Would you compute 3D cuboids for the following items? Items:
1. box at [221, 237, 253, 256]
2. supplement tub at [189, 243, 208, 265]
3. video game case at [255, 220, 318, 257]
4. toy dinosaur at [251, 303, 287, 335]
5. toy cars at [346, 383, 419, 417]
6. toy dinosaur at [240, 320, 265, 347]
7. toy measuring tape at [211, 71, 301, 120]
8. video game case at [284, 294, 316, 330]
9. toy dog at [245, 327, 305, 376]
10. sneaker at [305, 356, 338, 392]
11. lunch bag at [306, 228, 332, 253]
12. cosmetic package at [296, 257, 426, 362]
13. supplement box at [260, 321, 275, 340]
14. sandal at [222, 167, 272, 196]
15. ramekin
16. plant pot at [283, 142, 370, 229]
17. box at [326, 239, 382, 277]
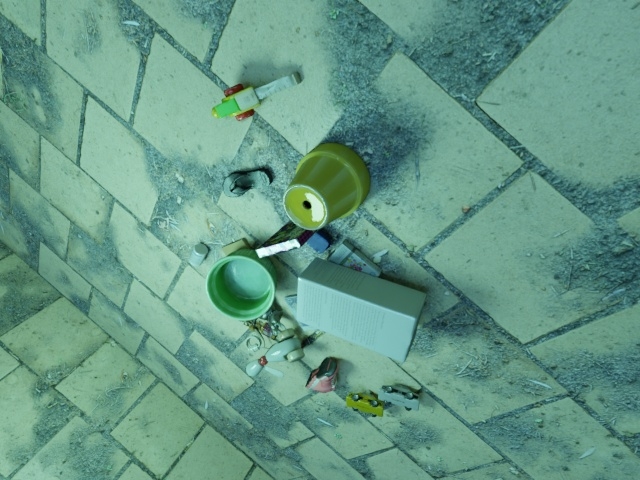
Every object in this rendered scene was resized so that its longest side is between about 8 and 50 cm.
[{"bbox_3d":[-0.353,0.092,1.878,0.164,0.021,0.201,-19,110,39],"label":"box"},{"bbox_3d":[-0.598,0.071,1.978,0.071,0.071,0.107,40,132,0],"label":"supplement tub"},{"bbox_3d":[-0.098,-0.026,1.494,0.210,0.232,0.042,-15,111,38],"label":"video game case"},{"bbox_3d":[-0.283,0.309,1.949,0.160,0.121,0.313,-26,96,23],"label":"toy dinosaur"},{"bbox_3d":[0.294,0.743,1.911,0.394,0.087,0.176,-31,108,38],"label":"toy cars"},{"bbox_3d":[-0.341,0.466,2.124,0.211,0.064,0.112,44,152,9],"label":"toy dinosaur"},{"bbox_3d":[-0.215,-0.486,1.349,0.330,0.121,0.121,-18,113,15],"label":"toy measuring tape"},{"bbox_3d":[-0.053,0.330,1.863,0.183,0.023,0.201,-15,113,37],"label":"video game case"},{"bbox_3d":[-0.203,0.562,2.002,0.334,0.220,0.161,-15,158,28],"label":"toy dog"},{"bbox_3d":[0.040,0.684,2.021,0.136,0.116,0.314,30,140,-4],"label":"sneaker"},{"bbox_3d":[0.000,0.000,1.567,0.098,0.065,0.067,39,118,3],"label":"lunch bag"},{"bbox_3d":[0.144,0.254,1.537,0.453,0.161,0.230,18,125,19],"label":"cosmetic package"},{"bbox_3d":[-0.261,0.466,2.073,0.083,0.043,0.055,24,130,13],"label":"supplement box"},{"bbox_3d":[-0.304,-0.228,1.594,0.254,0.054,0.097,-13,114,37],"label":"sandal"},{"bbox_3d":[-0.334,0.183,1.780,0.303,0.148,0.303,2,108,5],"label":"ramekin"},{"bbox_3d":[0.006,-0.162,1.329,0.254,0.239,0.254,15,128,21],"label":"plant pot"},{"bbox_3d":[0.127,0.102,1.581,0.186,0.038,0.145,39,133,-1],"label":"box"}]
